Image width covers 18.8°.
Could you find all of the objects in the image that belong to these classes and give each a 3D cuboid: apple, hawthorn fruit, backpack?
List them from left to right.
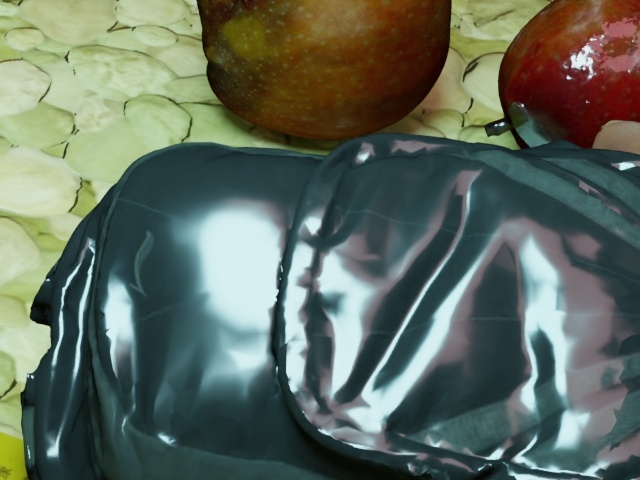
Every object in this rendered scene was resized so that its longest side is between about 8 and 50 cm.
[{"bbox_3d":[-0.004,-0.200,1.630,0.230,0.230,0.230,6,41,-5],"label":"apple"},{"bbox_3d":[0.026,0.084,1.271,0.446,0.255,0.363,10,60,-2],"label":"backpack"},{"bbox_3d":[0.235,-0.127,1.640,0.202,0.185,0.185,-23,48,-7],"label":"hawthorn fruit"}]

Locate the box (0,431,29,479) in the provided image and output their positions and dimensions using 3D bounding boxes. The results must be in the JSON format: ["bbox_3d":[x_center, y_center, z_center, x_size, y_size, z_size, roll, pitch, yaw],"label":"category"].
[{"bbox_3d":[-0.299,0.168,1.282,0.269,0.043,0.152,18,41,9],"label":"box"}]

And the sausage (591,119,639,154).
[{"bbox_3d":[0.324,0.041,1.410,0.088,0.088,0.433,-12,40,-23],"label":"sausage"}]
